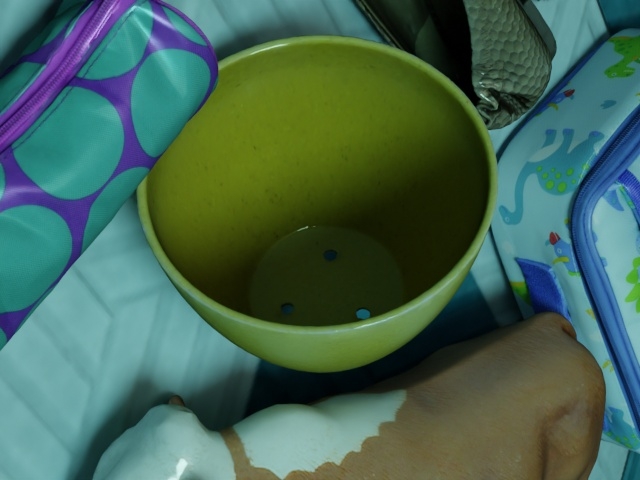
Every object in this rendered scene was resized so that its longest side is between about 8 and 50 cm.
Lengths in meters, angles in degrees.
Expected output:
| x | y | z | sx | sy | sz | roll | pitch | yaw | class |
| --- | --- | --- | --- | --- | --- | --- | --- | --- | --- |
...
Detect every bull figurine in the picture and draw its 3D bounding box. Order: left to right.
| x | y | z | sx | sy | sz | roll | pitch | yaw | class |
| --- | --- | --- | --- | --- | --- | --- | --- | --- | --- |
| 0.027 | 0.132 | 0.581 | 0.310 | 0.101 | 0.189 | -16 | 115 | -40 | bull figurine |

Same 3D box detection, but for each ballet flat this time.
| x | y | z | sx | sy | sz | roll | pitch | yaw | class |
| --- | --- | --- | --- | --- | --- | --- | --- | --- | --- |
| 0.030 | -0.118 | 0.540 | 0.250 | 0.084 | 0.058 | 42 | 69 | -49 | ballet flat |

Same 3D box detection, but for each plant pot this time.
| x | y | z | sx | sy | sz | roll | pitch | yaw | class |
| --- | --- | --- | --- | --- | --- | --- | --- | --- | --- |
| 0.000 | 0.000 | 0.514 | 0.134 | 0.134 | 0.095 | -50 | 158 | -25 | plant pot |

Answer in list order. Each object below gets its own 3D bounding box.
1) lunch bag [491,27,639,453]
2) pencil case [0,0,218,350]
| x | y | z | sx | sy | sz | roll | pitch | yaw | class |
| --- | --- | --- | --- | --- | --- | --- | --- | --- | --- |
| 0.187 | 0.008 | 0.724 | 0.176 | 0.090 | 0.219 | -43 | 127 | -26 | lunch bag |
| -0.101 | -0.023 | 0.434 | 0.152 | 0.064 | 0.070 | -54 | 160 | -23 | pencil case |
